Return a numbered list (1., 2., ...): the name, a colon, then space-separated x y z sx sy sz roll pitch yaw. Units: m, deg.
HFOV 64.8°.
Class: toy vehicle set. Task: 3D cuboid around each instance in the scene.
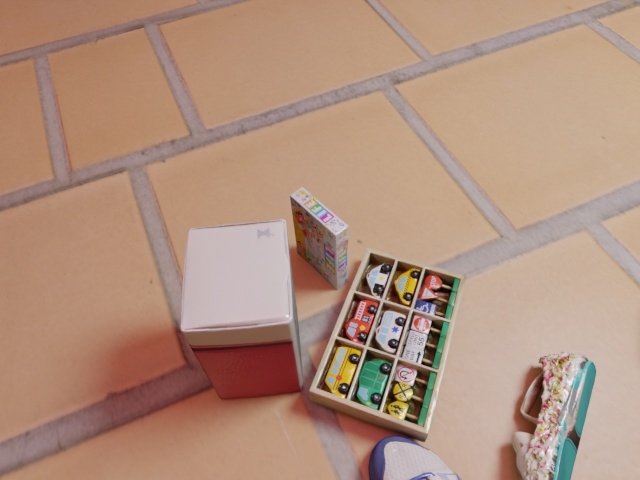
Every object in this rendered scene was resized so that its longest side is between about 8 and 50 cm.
1. toy vehicle set: 0.108 0.140 0.752 0.166 0.035 0.266 15 52 14

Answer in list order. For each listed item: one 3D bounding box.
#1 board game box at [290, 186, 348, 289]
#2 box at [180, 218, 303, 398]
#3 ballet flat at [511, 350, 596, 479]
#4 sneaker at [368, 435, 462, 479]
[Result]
1. board game box: 0.000 0.000 0.797 0.026 0.154 0.103 -37 60 -21
2. box: -0.096 0.102 0.681 0.127 0.232 0.148 -5 54 -2
3. ballet flat: 0.298 0.250 0.661 0.077 0.091 0.241 1 43 42
4. sneaker: 0.150 0.321 0.551 0.112 0.130 0.296 -26 41 -14
